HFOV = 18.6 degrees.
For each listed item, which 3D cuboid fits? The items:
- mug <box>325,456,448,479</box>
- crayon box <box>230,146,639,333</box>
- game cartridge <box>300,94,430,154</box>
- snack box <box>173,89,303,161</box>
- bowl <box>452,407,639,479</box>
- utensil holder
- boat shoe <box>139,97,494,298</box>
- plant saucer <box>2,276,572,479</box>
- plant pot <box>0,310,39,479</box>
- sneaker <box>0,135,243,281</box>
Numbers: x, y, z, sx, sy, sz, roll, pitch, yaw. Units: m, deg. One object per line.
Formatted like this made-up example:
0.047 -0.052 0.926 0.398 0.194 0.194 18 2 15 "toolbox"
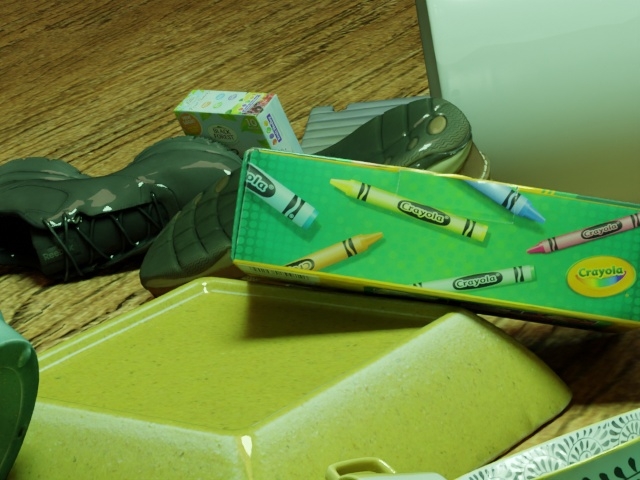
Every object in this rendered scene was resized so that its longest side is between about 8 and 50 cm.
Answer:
0.043 0.148 1.080 0.064 0.078 0.062 -8 -22 -32 "mug"
0.085 0.003 1.331 0.278 0.081 0.165 8 -4 2 "crayon box"
0.159 -0.100 1.906 0.355 0.068 0.230 -6 20 6 "game cartridge"
-0.059 -0.067 1.735 0.100 0.141 0.037 5 43 38 "snack box"
0.133 0.144 0.990 0.170 0.080 0.170 -21 -4 -1 "bowl"
0.281 -0.174 1.637 0.385 0.328 0.327 -10 16 3 "utensil holder"
0.000 0.000 1.528 0.324 0.120 0.122 -19 31 36 "boat shoe"
-0.060 0.104 1.259 0.333 0.081 0.333 5 21 38 "plant saucer"
-0.288 0.091 1.119 0.196 0.293 0.293 27 27 15 "plant pot"
-0.189 -0.014 1.726 0.286 0.109 0.130 -8 24 23 "sneaker"
